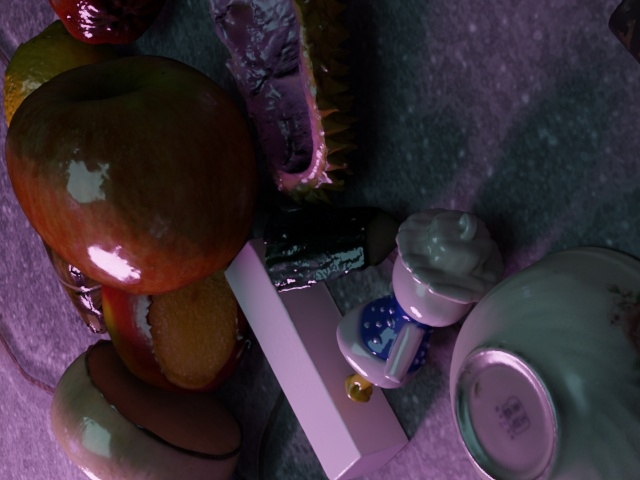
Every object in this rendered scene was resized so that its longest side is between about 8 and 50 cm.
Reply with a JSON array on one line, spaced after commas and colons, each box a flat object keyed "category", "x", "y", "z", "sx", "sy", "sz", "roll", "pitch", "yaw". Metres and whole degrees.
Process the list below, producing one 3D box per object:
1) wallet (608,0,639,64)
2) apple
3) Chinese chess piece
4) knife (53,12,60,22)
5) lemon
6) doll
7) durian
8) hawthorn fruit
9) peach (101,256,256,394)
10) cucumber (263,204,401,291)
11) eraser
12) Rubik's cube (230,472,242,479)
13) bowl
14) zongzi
[{"category": "wallet", "x": 0.313, "y": -0.161, "z": 1.151, "sx": 0.156, "sy": 0.018, "sz": 0.082, "roll": 59, "pitch": 138, "yaw": 26}, {"category": "apple", "x": -0.213, "y": -0.071, "z": 1.562, "sx": 0.309, "sy": 0.278, "sz": 0.250, "roll": -125, "pitch": 20, "yaw": -58}, {"category": "Chinese chess piece", "x": -0.225, "y": 0.240, "z": 1.744, "sx": 0.257, "sy": 0.257, "sz": 0.104, "roll": 46, "pitch": 108, "yaw": 36}, {"category": "knife", "x": -0.357, "y": -0.371, "z": 1.946, "sx": 0.336, "sy": 0.043, "sz": 0.081, "roll": -49, "pitch": 54, "yaw": 48}, {"category": "lemon", "x": -0.355, "y": -0.201, "z": 1.866, "sx": 0.181, "sy": 0.180, "sz": 0.193, "roll": 10, "pitch": 69, "yaw": 51}, {"category": "doll", "x": 0.100, "y": 0.067, "z": 1.407, "sx": 0.293, "sy": 0.119, "sz": 0.138, "roll": 119, "pitch": 167, "yaw": -45}, {"category": "durian", "x": -0.018, "y": -0.209, "z": 1.493, "sx": 0.191, "sy": 0.112, "sz": 0.341, "roll": -20, "pitch": 89, "yaw": 53}, {"category": "hawthorn fruit", "x": -0.292, "y": -0.349, "z": 1.774, "sx": 0.194, "sy": 0.157, "sz": 0.157, "roll": 48, "pitch": 133, "yaw": 39}, {"category": "peach", "x": -0.180, "y": 0.086, "z": 1.707, "sx": 0.196, "sy": 0.190, "sz": 0.226, "roll": -31, "pitch": 57, "yaw": 4}, {"category": "cucumber", "x": 0.000, "y": 0.000, "z": 1.504, "sx": 0.193, "sy": 0.115, "sz": 0.085, "roll": -2, "pitch": 111, "yaw": 44}, {"category": "eraser", "x": -0.008, "y": 0.134, "z": 1.585, "sx": 0.298, "sy": 0.076, "sz": 0.078, "roll": 61, "pitch": 138, "yaw": 22}, {"category": "Rubik's cube", "x": -0.133, "y": 0.445, "z": 1.763, "sx": 0.233, "sy": 0.228, "sz": 0.229, "roll": -55, "pitch": 2, "yaw": 0}, {"category": "bowl", "x": 0.219, "y": 0.149, "z": 1.248, "sx": 0.277, "sy": 0.145, "sz": 0.277, "roll": 19, "pitch": 114, "yaw": 51}, {"category": "zongzi", "x": -0.340, "y": -0.046, "z": 1.846, "sx": 0.286, "sy": 0.134, "sz": 0.288, "roll": 56, "pitch": 170, "yaw": 29}]
